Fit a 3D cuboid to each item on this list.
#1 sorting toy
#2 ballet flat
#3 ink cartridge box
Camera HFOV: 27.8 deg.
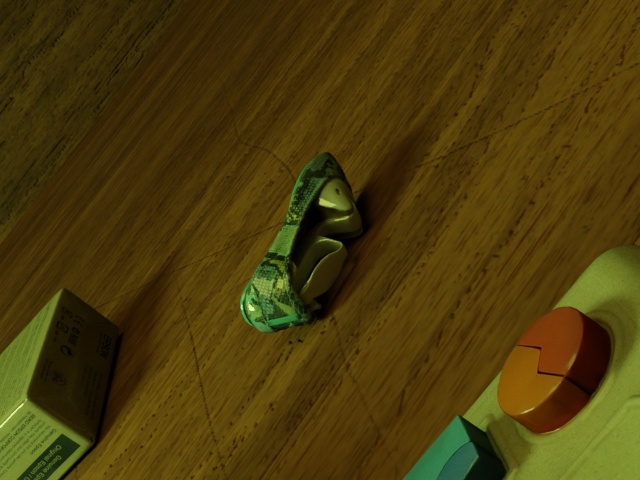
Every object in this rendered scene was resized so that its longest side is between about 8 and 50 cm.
[{"bbox_3d":[0.104,0.127,0.546,0.229,0.041,0.307,-48,18,10],"label":"sorting toy"},{"bbox_3d":[0.000,0.000,1.038,0.070,0.070,0.188,-30,29,47],"label":"ballet flat"},{"bbox_3d":[-0.312,0.186,1.356,0.193,0.088,0.235,-46,19,19],"label":"ink cartridge box"}]
